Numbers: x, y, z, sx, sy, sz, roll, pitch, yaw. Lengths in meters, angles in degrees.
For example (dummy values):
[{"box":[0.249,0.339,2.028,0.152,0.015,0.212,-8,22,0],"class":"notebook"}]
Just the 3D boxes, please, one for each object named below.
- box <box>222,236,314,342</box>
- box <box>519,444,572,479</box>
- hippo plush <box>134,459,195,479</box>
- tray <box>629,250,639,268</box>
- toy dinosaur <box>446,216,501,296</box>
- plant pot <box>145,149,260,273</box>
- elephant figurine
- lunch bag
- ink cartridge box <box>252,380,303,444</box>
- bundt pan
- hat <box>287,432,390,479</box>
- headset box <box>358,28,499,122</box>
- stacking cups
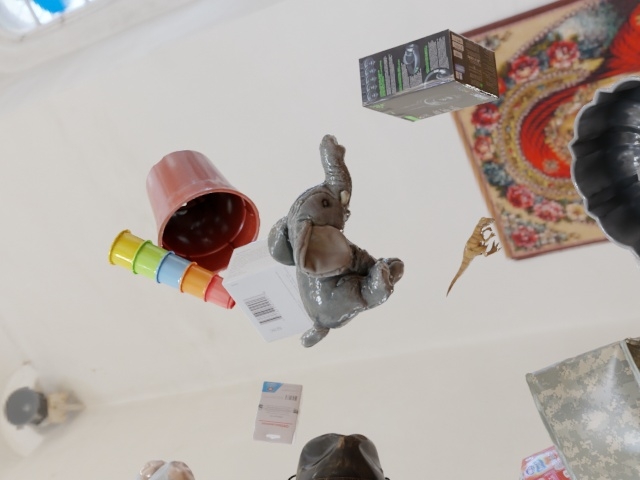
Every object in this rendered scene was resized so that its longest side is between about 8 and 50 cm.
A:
[{"box":[-0.070,0.089,1.608,0.181,0.182,0.119,57,-153,-29],"class":"box"},{"box":[0.542,0.566,1.664,0.257,0.128,0.122,56,-157,-3],"class":"box"},{"box":[-0.370,0.497,1.412,0.236,0.294,0.234,27,-126,-41],"class":"hippo plush"},{"box":[0.665,-0.061,1.592,0.030,0.145,0.270,38,-151,-27],"class":"tray"},{"box":[0.356,0.027,1.857,0.112,0.064,0.211,0,-59,-36],"class":"toy dinosaur"},{"box":[-0.333,-0.090,2.087,0.272,0.272,0.265,47,-176,-45],"class":"plant pot"},{"box":[0.000,0.000,1.191,0.239,0.169,0.186,52,-142,-16],"class":"elephant figurine"},{"box":[0.571,0.350,1.512,0.169,0.235,0.287,0,-114,-45],"class":"lunch bag"},{"box":[-0.107,0.447,1.984,0.180,0.104,0.060,-79,-8,-47],"class":"ink cartridge box"},{"box":[0.579,-0.127,1.297,0.124,0.331,0.331,-26,-76,-28],"class":"bundt pan"},{"box":[0.041,0.415,1.402,0.331,0.331,0.134,37,-130,-52],"class":"hat"},{"box":[0.265,-0.404,1.987,0.246,0.283,0.131,4,-100,-53],"class":"headset box"},{"box":[-0.341,0.081,1.855,0.096,0.316,0.096,-61,-10,-19],"class":"stacking cups"}]
